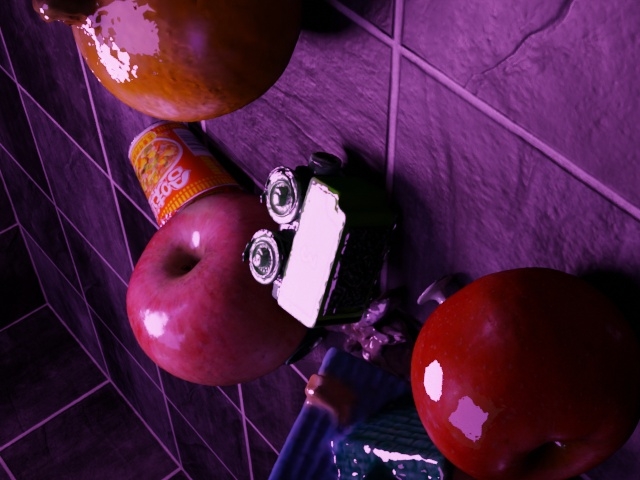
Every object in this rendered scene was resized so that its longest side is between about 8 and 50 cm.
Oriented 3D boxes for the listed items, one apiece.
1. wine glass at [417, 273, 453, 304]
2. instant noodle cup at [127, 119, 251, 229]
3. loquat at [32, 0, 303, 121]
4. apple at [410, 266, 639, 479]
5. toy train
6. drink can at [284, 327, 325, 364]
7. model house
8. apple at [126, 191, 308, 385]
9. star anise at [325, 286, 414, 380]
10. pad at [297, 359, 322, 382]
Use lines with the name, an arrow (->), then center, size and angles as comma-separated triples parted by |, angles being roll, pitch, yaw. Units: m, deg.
wine glass -> 0.207, 0.122, 1.344 | 0.155, 0.073, 0.073 | 53, 155, 19
instant noodle cup -> -0.260, -0.109, 1.826 | 0.212, 0.193, 0.193 | 54, 157, 27
loquat -> -0.196, -0.314, 1.260 | 0.328, 0.359, 0.328 | 15, 109, 47
apple -> 0.231, 0.158, 1.119 | 0.260, 0.260, 0.216 | 92, 163, -51
toy train -> 0.000, 0.000, 1.439 | 0.188, 0.132, 0.243 | 32, 115, 41
drink can -> -0.089, 0.130, 1.844 | 0.205, 0.118, 0.118 | 50, 154, 16
model house -> 0.108, 0.371, 1.423 | 0.342, 0.334, 0.382 | 42, 153, -30
apple -> -0.155, 0.090, 1.659 | 0.345, 0.345, 0.269 | 30, 166, 46
star anise -> 0.074, 0.128, 1.567 | 0.236, 0.093, 0.229 | 54, 156, 14
pad -> 0.017, 0.294, 1.977 | 0.116, 0.004, 0.193 | 63, 156, -10
